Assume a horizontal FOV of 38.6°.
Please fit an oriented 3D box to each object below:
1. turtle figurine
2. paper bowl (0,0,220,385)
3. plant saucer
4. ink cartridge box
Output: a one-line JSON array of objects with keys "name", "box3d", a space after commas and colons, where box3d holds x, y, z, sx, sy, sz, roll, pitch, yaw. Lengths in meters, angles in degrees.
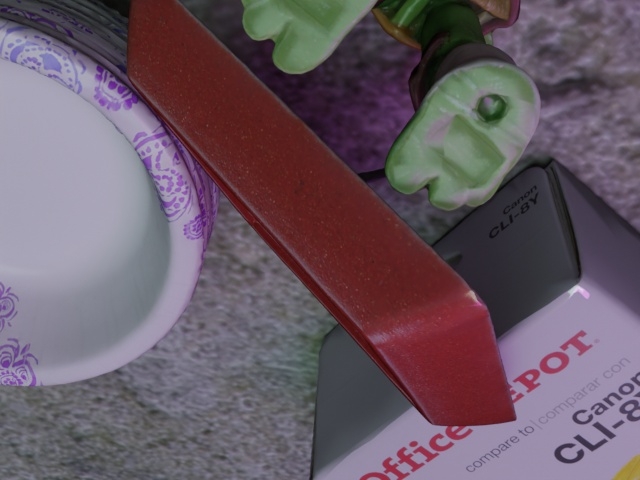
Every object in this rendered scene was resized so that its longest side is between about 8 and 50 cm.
[{"name": "turtle figurine", "box3d": [0.014, -0.096, 0.506, 0.275, 0.266, 0.197, -10, 109, 9]}, {"name": "paper bowl", "box3d": [-0.212, -0.048, 0.639, 0.284, 0.148, 0.284, 2, 125, 3]}, {"name": "plant saucer", "box3d": [0.000, 0.000, 0.524, 0.048, 0.258, 0.259, -41, 155, -4]}, {"name": "ink cartridge box", "box3d": [0.220, 0.166, 0.748, 0.385, 0.160, 0.279, 36, 119, -19]}]
